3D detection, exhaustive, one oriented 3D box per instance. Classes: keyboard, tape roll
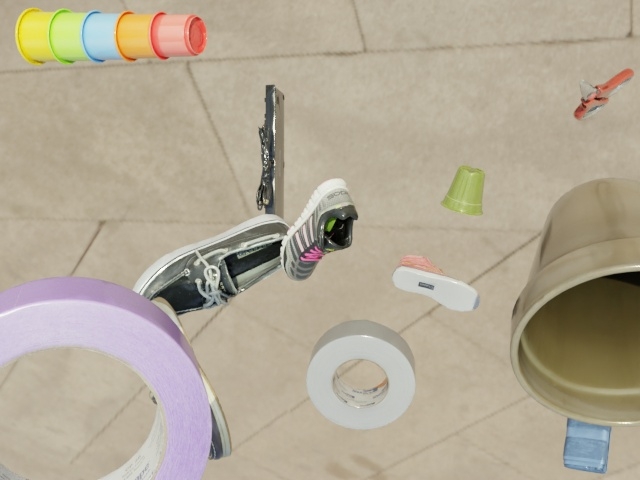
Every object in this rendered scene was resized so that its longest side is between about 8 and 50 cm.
[{"bbox_3d":[-0.104,-0.163,1.783,0.033,0.317,0.201,0,-179,7],"label":"keyboard"},{"bbox_3d":[-0.248,0.178,0.843,0.275,0.275,0.090,38,-178,-19],"label":"tape roll"},{"bbox_3d":[0.083,0.273,1.744,0.219,0.072,0.219,2,112,5],"label":"tape roll"}]

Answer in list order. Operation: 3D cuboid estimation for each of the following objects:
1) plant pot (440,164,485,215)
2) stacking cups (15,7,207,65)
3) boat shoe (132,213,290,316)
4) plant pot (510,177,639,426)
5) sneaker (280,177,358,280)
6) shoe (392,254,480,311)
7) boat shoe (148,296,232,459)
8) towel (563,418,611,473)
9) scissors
[{"bbox_3d":[0.277,-0.098,1.624,0.083,0.083,0.079,15,110,8],"label":"plant pot"},{"bbox_3d":[-0.330,-0.326,1.379,0.316,0.096,0.096,5,137,19],"label":"stacking cups"},{"bbox_3d":[-0.178,0.063,1.468,0.306,0.105,0.113,-23,119,-9],"label":"boat shoe"},{"bbox_3d":[0.436,0.062,1.253,0.323,0.280,0.323,5,132,6],"label":"plant pot"},{"bbox_3d":[0.000,0.000,1.178,0.063,0.074,0.170,5,127,-37],"label":"sneaker"},{"bbox_3d":[0.233,0.079,1.703,0.178,0.081,0.063,18,120,8],"label":"shoe"},{"bbox_3d":[-0.236,0.233,1.394,0.285,0.092,0.103,64,154,6],"label":"boat shoe"},{"bbox_3d":[0.411,0.293,1.319,0.067,0.119,0.029,2,160,30],"label":"towel"},{"bbox_3d":[0.399,-0.209,1.283,0.021,0.297,0.109,52,124,10],"label":"scissors"}]
